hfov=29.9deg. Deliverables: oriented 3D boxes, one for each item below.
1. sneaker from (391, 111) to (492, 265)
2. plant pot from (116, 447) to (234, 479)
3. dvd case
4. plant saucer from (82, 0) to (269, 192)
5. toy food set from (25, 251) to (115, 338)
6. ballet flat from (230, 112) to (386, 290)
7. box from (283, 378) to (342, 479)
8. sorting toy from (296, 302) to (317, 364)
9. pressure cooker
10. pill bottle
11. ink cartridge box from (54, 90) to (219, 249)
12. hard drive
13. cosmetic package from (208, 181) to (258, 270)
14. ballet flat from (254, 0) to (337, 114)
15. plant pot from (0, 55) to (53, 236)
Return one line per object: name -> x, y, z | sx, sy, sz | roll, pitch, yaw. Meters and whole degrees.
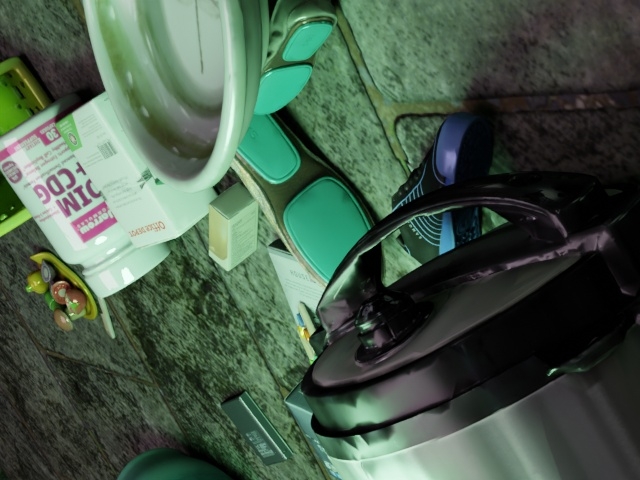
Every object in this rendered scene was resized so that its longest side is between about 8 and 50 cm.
sneaker -> 0.117, -0.051, 1.238 | 0.090, 0.081, 0.232 | 28, 145, 23
plant pot -> -0.273, 0.528, 2.272 | 0.255, 0.271, 0.271 | 30, 147, 57
dvd case -> 0.028, 0.116, 1.603 | 0.179, 0.029, 0.238 | 17, 136, 46
plant saucer -> -0.147, -0.255, 1.297 | 0.400, 0.100, 0.400 | 38, 135, 50
toy food set -> -0.497, 0.111, 2.292 | 0.218, 0.071, 0.128 | 35, 147, 26
ballet flat -> -0.030, -0.059, 1.441 | 0.316, 0.107, 0.106 | 56, 171, 2
box -> 0.073, 0.299, 1.690 | 0.233, 0.059, 0.183 | 18, 145, 43
sorting toy -> -0.016, 0.133, 1.610 | 0.062, 0.012, 0.083 | 95, 155, -50
pressure cooker -> 0.192, 0.142, 1.037 | 0.420, 0.370, 0.375 | 57, -176, -6
pill bottle -> -0.358, -0.065, 1.809 | 0.283, 0.160, 0.160 | 57, 150, -11
ink cartridge box -> -0.258, -0.109, 1.687 | 0.219, 0.092, 0.160 | 58, 150, -12
hard drive -> -0.110, 0.320, 2.033 | 0.135, 0.022, 0.094 | 53, 151, -3
cosmetic package -> -0.119, -0.018, 1.629 | 0.041, 0.060, 0.115 | 38, 147, 23
ballet flat -> -0.037, -0.214, 1.305 | 0.213, 0.072, 0.068 | 131, 126, -60
plant pot -> -0.540, -0.138, 1.931 | 0.228, 0.227, 0.207 | 59, 157, -14
